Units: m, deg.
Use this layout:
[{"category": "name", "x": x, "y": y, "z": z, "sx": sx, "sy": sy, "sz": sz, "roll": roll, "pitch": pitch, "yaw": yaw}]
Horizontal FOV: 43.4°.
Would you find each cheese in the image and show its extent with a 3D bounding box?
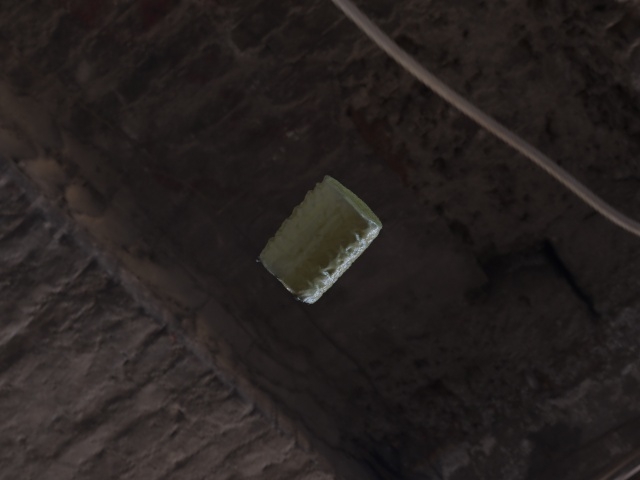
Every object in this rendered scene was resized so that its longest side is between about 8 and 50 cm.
[{"category": "cheese", "x": 0.000, "y": 0.000, "z": 1.202, "sx": 0.123, "sy": 0.094, "sz": 0.167, "roll": 45, "pitch": -81, "yaw": 23}]
